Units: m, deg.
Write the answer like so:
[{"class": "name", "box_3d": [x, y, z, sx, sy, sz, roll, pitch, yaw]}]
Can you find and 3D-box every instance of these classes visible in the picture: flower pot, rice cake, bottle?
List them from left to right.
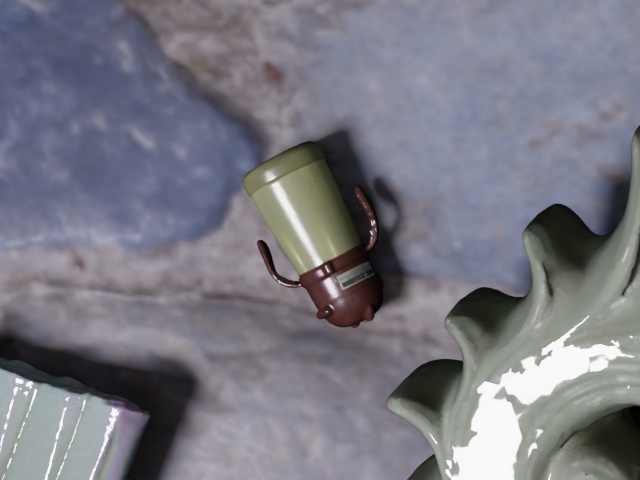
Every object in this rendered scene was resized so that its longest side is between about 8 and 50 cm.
[{"class": "rice cake", "box_3d": [-0.197, 0.159, 1.075, 0.189, 0.037, 0.198, 14, 91, 23]}, {"class": "bottle", "box_3d": [-0.001, 0.001, 1.047, 0.063, 0.047, 0.101, -28, 89, 38]}, {"class": "flower pot", "box_3d": [0.222, 0.131, 0.943, 0.367, 0.164, 0.254, 42, 104, 8]}]
